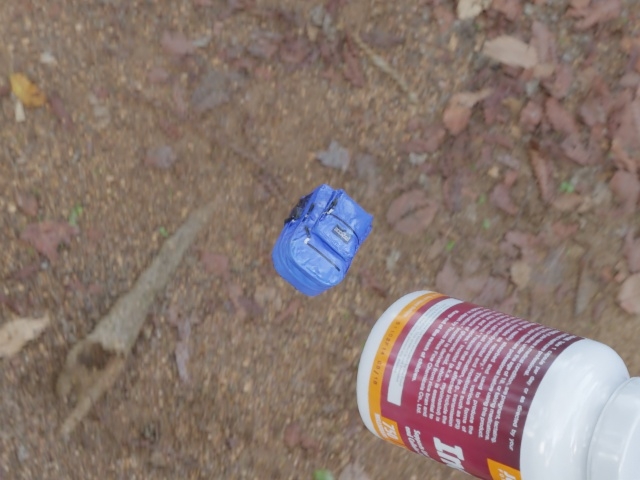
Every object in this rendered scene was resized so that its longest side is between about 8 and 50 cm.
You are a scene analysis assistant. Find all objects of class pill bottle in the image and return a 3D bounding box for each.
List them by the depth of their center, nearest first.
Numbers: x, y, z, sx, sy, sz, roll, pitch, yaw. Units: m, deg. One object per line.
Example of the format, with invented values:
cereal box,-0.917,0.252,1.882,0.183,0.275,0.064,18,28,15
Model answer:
pill bottle,0.100,0.083,0.667,0.152,0.086,0.086,16,60,38

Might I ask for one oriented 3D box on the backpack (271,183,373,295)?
backpack,0.000,0.000,1.618,0.098,0.101,0.120,39,60,-10
